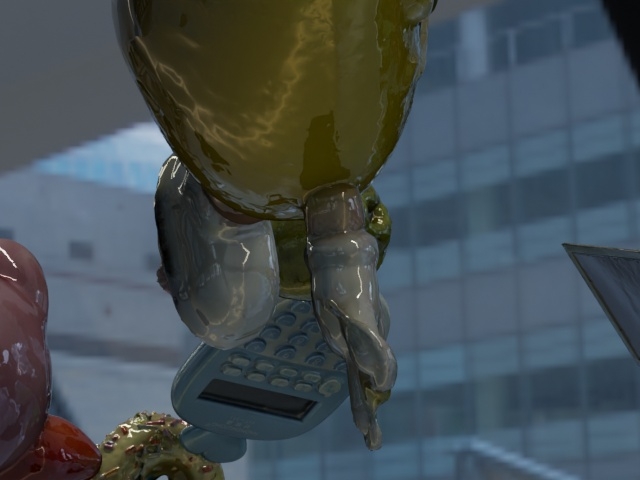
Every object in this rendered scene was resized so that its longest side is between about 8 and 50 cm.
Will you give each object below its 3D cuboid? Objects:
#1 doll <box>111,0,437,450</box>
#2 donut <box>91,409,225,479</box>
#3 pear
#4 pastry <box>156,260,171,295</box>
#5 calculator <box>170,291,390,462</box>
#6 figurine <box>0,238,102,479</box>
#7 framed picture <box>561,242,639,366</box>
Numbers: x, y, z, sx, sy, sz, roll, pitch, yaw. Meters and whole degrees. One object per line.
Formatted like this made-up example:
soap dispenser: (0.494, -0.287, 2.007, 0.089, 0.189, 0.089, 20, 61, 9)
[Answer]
doll: (-0.032, -0.081, 1.097, 0.161, 0.348, 0.423, -12, 13, -13)
donut: (-0.177, 0.275, 2.197, 0.175, 0.174, 0.068, 8, -5, -35)
pear: (0.000, 0.000, 1.723, 0.131, 0.107, 0.107, -34, -28, 28)
pastry: (-0.081, -0.020, 2.130, 0.112, 0.103, 0.265, -27, -12, -38)
calculator: (-0.048, 0.134, 2.061, 0.188, 0.042, 0.302, 15, -46, -33)
figurine: (-0.357, 0.144, 1.873, 0.270, 0.261, 0.211, -5, 9, 1)
framed picture: (0.286, 0.061, 1.733, 0.011, 0.142, 0.183, -36, 12, -13)
